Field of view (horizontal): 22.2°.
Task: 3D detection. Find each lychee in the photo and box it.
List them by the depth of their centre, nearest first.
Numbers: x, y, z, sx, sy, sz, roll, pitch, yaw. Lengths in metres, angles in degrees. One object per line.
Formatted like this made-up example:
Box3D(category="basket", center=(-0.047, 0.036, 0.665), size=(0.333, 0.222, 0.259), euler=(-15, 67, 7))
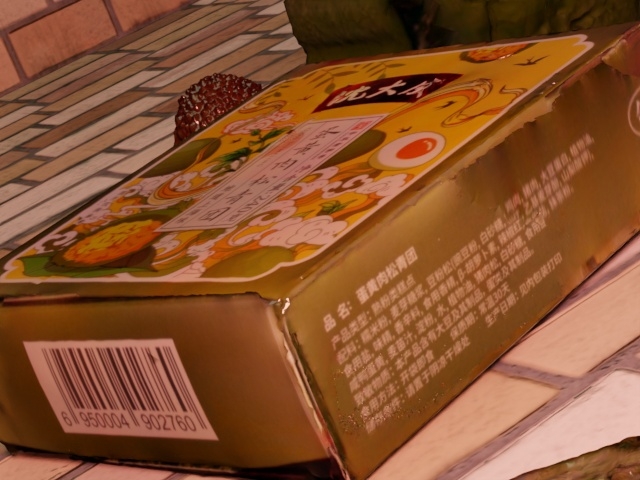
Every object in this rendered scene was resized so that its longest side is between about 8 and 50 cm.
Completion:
Box3D(category="lychee", center=(-0.090, -0.103, 1.604), size=(0.123, 0.123, 0.129), euler=(-27, 53, -16))

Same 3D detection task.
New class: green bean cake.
Box3D(category="green bean cake", center=(0.139, -0.260, 1.468), size=(0.335, 0.319, 0.218), euler=(-38, 25, -31))

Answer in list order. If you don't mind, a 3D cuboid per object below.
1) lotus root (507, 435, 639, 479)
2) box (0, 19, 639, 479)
Box3D(category="lotus root", center=(0.122, 0.135, 0.694), size=(0.204, 0.078, 0.183), euler=(-16, 19, 15))
Box3D(category="box", center=(0.000, 0.000, 1.152), size=(0.373, 0.138, 0.420), euler=(-3, 27, 48))
